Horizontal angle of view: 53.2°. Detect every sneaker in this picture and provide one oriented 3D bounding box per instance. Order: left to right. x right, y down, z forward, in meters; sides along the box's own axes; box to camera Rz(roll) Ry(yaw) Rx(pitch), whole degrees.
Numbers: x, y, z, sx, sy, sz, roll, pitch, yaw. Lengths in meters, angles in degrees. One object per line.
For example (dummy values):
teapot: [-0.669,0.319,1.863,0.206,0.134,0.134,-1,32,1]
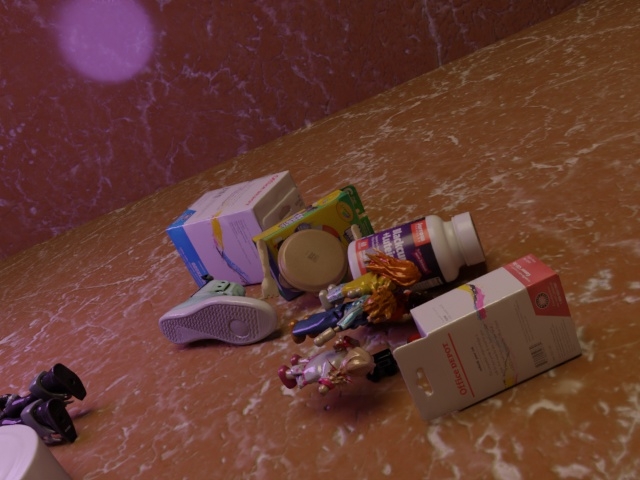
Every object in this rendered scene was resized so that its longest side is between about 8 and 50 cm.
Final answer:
sneaker: [-0.158,0.110,1.144,0.256,0.094,0.151,-8,24,35]

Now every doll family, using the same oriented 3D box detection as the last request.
doll family: [0.048,0.090,0.846,0.163,0.118,0.263,-21,9,41]

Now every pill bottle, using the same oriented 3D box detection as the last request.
pill bottle: [0.149,0.024,0.989,0.194,0.108,0.108,-19,22,15]

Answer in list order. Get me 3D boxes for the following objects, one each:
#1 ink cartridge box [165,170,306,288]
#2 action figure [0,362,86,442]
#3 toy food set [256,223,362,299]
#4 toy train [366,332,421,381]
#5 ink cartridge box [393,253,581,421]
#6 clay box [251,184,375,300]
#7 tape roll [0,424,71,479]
ink cartridge box: [-0.158,-0.016,1.337,0.233,0.168,0.171,-11,25,32]
action figure: [-0.539,0.313,1.087,0.285,0.099,0.185,-22,28,19]
toy food set: [-0.013,0.042,1.114,0.192,0.038,0.132,-8,63,-10]
toy train: [0.128,0.139,0.837,0.158,0.036,0.027,-24,21,2]
ink cartridge box: [0.182,0.112,0.732,0.198,0.115,0.067,-25,22,-1]
clay box: [0.000,0.000,1.183,0.222,0.127,0.053,-30,21,-13]
tape roll: [-0.484,0.380,0.852,0.286,0.100,0.286,-22,21,9]
